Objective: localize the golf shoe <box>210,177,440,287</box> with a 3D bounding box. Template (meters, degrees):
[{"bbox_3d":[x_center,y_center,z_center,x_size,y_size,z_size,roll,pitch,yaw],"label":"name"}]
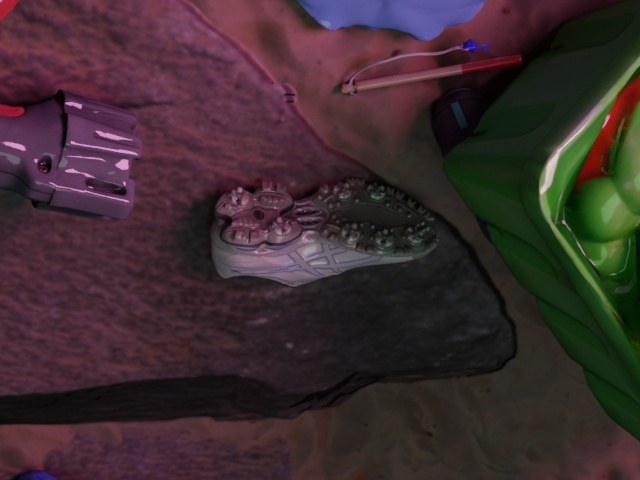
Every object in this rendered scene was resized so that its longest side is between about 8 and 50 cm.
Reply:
[{"bbox_3d":[0.000,0.000,1.361,0.176,0.069,0.086,4,143,-12],"label":"golf shoe"}]

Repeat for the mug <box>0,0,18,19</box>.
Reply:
[{"bbox_3d":[-0.275,-0.218,1.127,0.113,0.150,0.169,-49,134,-23],"label":"mug"}]

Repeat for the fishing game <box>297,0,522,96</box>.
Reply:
[{"bbox_3d":[0.053,-0.216,1.225,0.189,0.041,0.264,-10,133,6],"label":"fishing game"}]

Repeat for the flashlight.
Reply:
[{"bbox_3d":[-0.277,-0.090,1.207,0.304,0.103,0.103,12,87,-25],"label":"flashlight"}]

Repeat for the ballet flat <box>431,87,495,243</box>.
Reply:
[{"bbox_3d":[0.148,-0.030,1.359,0.074,0.074,0.203,-32,125,9],"label":"ballet flat"}]

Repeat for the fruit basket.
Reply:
[{"bbox_3d":[0.297,0.026,1.208,0.283,0.392,0.392,-48,128,-19],"label":"fruit basket"}]

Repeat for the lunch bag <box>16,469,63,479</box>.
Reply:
[{"bbox_3d":[-0.251,0.438,1.428,0.239,0.328,0.385,26,116,-22],"label":"lunch bag"}]
